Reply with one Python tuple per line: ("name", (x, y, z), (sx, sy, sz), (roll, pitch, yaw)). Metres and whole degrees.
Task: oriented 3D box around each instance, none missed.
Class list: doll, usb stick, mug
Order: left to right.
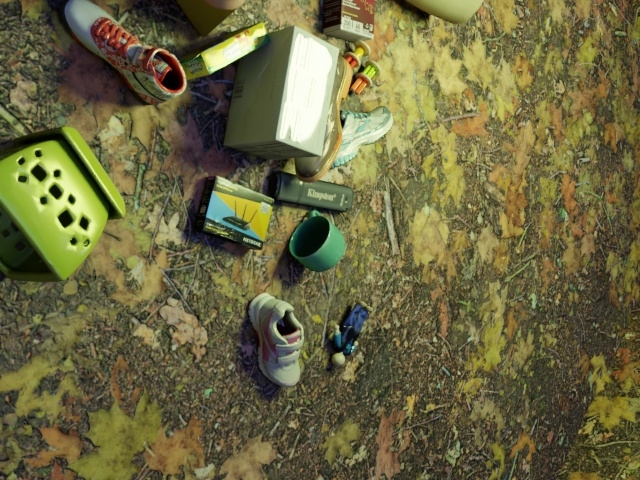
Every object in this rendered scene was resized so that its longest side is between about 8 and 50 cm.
("usb stick", (-0.019, -0.125, 1.801), (0.278, 0.045, 0.077), (8, 86, -43))
("mug", (0.005, 0.004, 1.773), (0.097, 0.129, 0.157), (44, 63, -39))
("doll", (0.078, 0.259, 1.913), (0.129, 0.046, 0.189), (39, 73, -48))

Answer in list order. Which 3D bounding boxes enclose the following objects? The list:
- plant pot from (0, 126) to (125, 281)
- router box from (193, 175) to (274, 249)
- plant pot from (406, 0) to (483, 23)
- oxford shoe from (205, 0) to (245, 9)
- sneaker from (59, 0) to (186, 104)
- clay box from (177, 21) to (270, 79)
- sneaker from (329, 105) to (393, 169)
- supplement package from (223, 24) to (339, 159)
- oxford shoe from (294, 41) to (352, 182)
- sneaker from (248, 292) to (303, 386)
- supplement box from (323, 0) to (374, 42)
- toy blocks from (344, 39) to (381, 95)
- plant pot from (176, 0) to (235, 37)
("plant pot", (-0.504, -0.074, 1.236), (0.207, 0.227, 0.228), (-49, 123, -37))
("router box", (-0.203, -0.063, 1.632), (0.179, 0.046, 0.133), (20, 78, -42))
("plant pot", (0.300, -0.769, 1.952), (0.274, 0.256, 0.256), (2, 91, -26))
("oxford shoe", (-0.169, -0.655, 1.333), (0.141, 0.146, 0.396), (-1, 75, -18))
("sneaker", (-0.383, -0.387, 1.377), (0.270, 0.145, 0.090), (49, 61, -33))
("clay box", (-0.232, -0.413, 1.528), (0.222, 0.127, 0.053), (-41, 118, -33))
("sneaker", (0.091, -0.307, 1.852), (0.283, 0.110, 0.122), (-42, 116, -33))
("supplement package", (-0.093, -0.334, 1.611), (0.145, 0.204, 0.261), (15, 82, -42))
("oxford shoe", (-0.018, -0.323, 1.719), (0.133, 0.130, 0.363), (39, 55, -58))
("sneaker", (-0.096, 0.256, 1.706), (0.103, 0.111, 0.252), (-30, 113, -38))
("supplement box", (0.079, -0.665, 1.843), (0.130, 0.073, 0.239), (0, 91, -43))
("toy blocks", (0.091, -0.451, 1.879), (0.148, 0.054, 0.123), (-53, 130, -20))
("plant pot", (-0.225, -0.607, 1.484), (0.187, 0.212, 0.212), (42, 64, -22))
